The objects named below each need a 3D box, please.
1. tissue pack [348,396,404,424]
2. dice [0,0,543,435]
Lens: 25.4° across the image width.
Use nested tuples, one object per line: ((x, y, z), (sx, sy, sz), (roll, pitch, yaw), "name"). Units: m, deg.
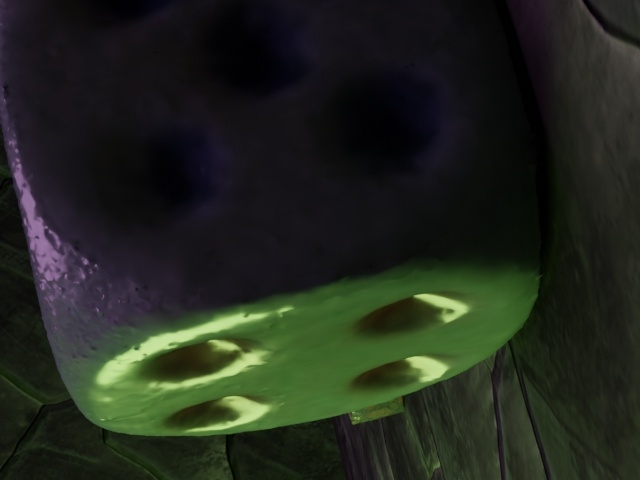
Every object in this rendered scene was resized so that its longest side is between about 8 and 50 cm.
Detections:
((0.057, 0.156, 1.520), (0.035, 0.063, 0.083), (-112, 8, -45), "tissue pack")
((-0.035, -0.047, 0.818), (0.268, 0.263, 0.264), (88, 169, -70), "dice")
